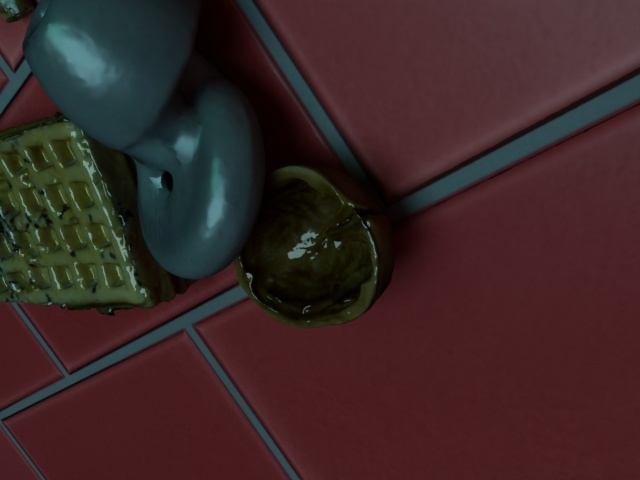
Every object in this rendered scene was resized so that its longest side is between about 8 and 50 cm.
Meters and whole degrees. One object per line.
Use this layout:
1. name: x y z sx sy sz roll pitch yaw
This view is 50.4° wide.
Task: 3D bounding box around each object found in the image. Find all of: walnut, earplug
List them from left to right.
1. earplug: -0.166 -0.117 0.686 0.214 0.175 0.325 0 116 52
2. walnut: 0.000 0.000 0.702 0.211 0.087 0.167 -22 95 46

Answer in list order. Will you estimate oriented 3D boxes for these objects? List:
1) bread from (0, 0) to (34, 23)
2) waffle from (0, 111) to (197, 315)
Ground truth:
1. bread: -0.382 -0.310 0.822 0.047 0.036 0.083 -8 113 35
2. waffle: -0.357 -0.040 0.914 0.377 0.114 0.260 -1 116 36
